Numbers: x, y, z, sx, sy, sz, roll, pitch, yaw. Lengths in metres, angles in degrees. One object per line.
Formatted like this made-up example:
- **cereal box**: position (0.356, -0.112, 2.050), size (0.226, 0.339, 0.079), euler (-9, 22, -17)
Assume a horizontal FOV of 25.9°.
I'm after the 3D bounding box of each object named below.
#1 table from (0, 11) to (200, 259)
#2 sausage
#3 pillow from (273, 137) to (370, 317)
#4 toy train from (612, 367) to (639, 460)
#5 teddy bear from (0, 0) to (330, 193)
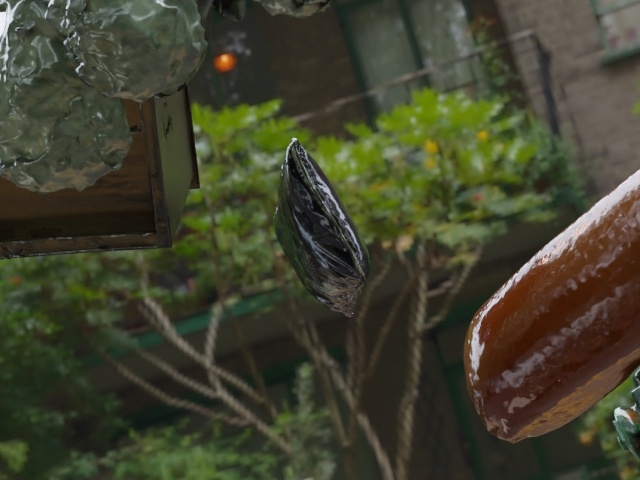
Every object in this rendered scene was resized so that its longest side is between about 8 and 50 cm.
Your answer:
- **table**: position (-0.193, -0.083, 1.082), size (0.169, 0.172, 0.193), euler (-4, 19, 2)
- **sausage**: position (0.207, 0.007, 0.825), size (0.094, 0.097, 0.348), euler (23, -50, -41)
- **pillow**: position (0.000, 0.000, 1.269), size (0.055, 0.141, 0.208), euler (-28, -12, -10)
- **toy train**: position (0.388, 0.249, 1.339), size (0.116, 0.285, 0.177), euler (-33, -35, 14)
- **teddy bear**: position (-0.048, -0.112, 0.489), size (0.133, 0.111, 0.213), euler (-33, 7, 47)
